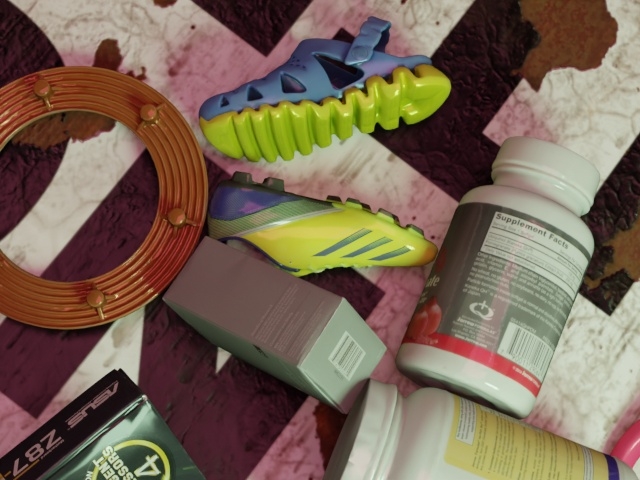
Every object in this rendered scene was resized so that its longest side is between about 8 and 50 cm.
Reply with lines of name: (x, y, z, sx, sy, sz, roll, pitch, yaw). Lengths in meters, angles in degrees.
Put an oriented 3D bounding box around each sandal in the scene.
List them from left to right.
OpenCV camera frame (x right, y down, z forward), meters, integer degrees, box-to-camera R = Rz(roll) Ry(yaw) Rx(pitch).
sandal: (-0.004, -0.193, 1.790, 0.317, 0.126, 0.138, -15, 67, -14)

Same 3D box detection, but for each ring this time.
ring: (-0.306, -0.058, 1.737, 0.336, 0.032, 0.337, -1, 78, 2)

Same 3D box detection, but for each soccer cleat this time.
soccer cleat: (-0.001, 0.000, 1.762, 0.289, 0.093, 0.121, 15, 90, -3)

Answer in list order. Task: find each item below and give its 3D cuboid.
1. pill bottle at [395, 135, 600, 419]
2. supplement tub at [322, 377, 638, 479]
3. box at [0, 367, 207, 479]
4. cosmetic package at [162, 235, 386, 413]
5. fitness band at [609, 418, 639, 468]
pill bottle: (0.227, 0.042, 1.728, 0.176, 0.176, 0.318, 24, 76, -1)
supplement tub: (0.173, 0.312, 1.632, 0.331, 0.241, 0.241, 22, 77, -1)
box: (-0.231, 0.381, 1.541, 0.318, 0.097, 0.395, -37, 121, -12)
cosmetic package: (-0.055, 0.095, 1.652, 0.238, 0.127, 0.107, 19, 70, 40)
fitness band: (0.437, 0.321, 1.666, 0.054, 0.209, 0.291, 37, 32, -35)
